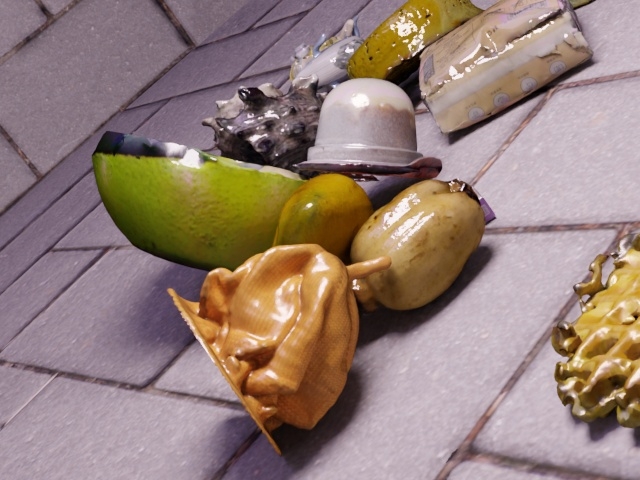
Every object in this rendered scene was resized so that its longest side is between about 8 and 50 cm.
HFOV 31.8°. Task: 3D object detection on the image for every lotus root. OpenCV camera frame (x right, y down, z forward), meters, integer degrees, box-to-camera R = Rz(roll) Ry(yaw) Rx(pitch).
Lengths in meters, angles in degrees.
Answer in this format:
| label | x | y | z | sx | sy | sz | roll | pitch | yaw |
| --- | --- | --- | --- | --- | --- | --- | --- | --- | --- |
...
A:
| label | x | y | z | sx | sy | sz | roll | pitch | yaw |
| --- | --- | --- | --- | --- | --- | --- | --- | --- | --- |
| lotus root | 0.104 | 0.017 | 1.347 | 0.221 | 0.118 | 0.125 | -46 | 33 | -6 |

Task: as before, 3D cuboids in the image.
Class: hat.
| label | x | y | z | sx | sy | sz | roll | pitch | yaw |
| --- | --- | --- | --- | --- | --- | --- | --- | --- | --- |
| hat | -0.014 | 0.089 | 1.279 | 0.233 | 0.233 | 0.244 | -34 | -21 | -6 |

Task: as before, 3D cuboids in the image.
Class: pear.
| label | x | y | z | sx | sy | sz | roll | pitch | yaw |
| --- | --- | --- | --- | --- | --- | --- | --- | --- | --- |
| pear | -0.161 | -0.042 | 1.671 | 0.399 | 0.399 | 0.165 | 15 | 93 | 63 |

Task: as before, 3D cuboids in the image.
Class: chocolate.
| label | x | y | z | sx | sy | sz | roll | pitch | yaw |
| --- | --- | --- | --- | --- | --- | --- | --- | --- | --- |
| chocolate | 0.071 | -0.158 | 1.606 | 0.221 | 0.147 | 0.221 | 5 | 8 | -1 |

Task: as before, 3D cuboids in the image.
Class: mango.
| label | x | y | z | sx | sy | sz | roll | pitch | yaw |
| --- | --- | --- | --- | --- | --- | --- | --- | --- | --- |
| mango | 0.000 | 0.000 | 1.416 | 0.176 | 0.119 | 0.317 | -64 | -9 | -2 |

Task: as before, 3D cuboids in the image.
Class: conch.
| label | x | y | z | sx | sy | sz | roll | pitch | yaw |
| --- | --- | --- | --- | --- | --- | --- | --- | --- | --- |
| conch | -0.092 | -0.200 | 1.948 | 0.241 | 0.186 | 0.313 | 3 | 9 | 4 |

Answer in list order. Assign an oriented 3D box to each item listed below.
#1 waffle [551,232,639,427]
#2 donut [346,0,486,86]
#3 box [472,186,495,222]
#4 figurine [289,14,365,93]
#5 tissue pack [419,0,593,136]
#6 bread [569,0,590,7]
| label | x | y | z | sx | sy | sz | roll | pitch | yaw |
| --- | --- | --- | --- | --- | --- | --- | --- | --- | --- |
| waffle | 0.323 | 0.055 | 1.020 | 0.262 | 0.060 | 0.280 | -29 | 22 | 16 |
| donut | 0.154 | -0.350 | 1.960 | 0.272 | 0.107 | 0.272 | -37 | -2 | -2 |
| box | 0.164 | -0.018 | 1.444 | 0.117 | 0.036 | 0.050 | -35 | 20 | 3 |
| figurine | 0.026 | -0.363 | 2.263 | 0.208 | 0.128 | 0.184 | -38 | 17 | -30 |
| tissue pack | 0.274 | -0.290 | 1.732 | 0.257 | 0.123 | 0.215 | -27 | 21 | 18 |
| bread | 0.382 | -0.425 | 1.897 | 0.110 | 0.156 | 0.103 | -61 | -5 | 38 |
